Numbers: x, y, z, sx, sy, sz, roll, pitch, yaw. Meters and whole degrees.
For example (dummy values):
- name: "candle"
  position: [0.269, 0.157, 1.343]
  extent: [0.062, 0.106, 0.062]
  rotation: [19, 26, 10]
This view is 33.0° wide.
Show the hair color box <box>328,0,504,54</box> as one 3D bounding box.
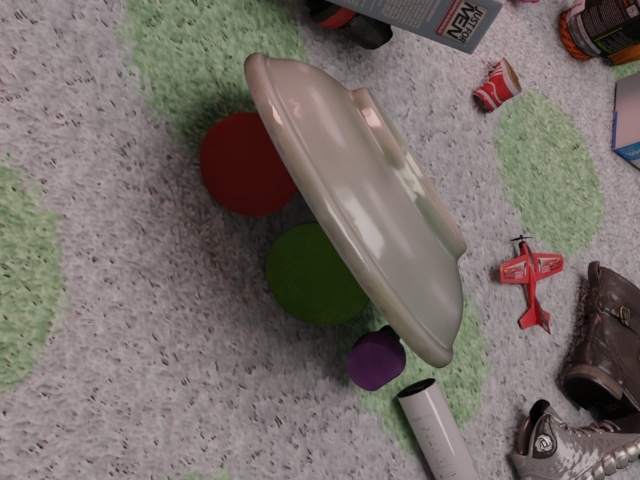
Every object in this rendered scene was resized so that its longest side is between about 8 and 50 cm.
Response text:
- name: "hair color box"
  position: [0.048, -0.388, 1.314]
  extent: [0.374, 0.113, 0.185]
  rotation: [19, 62, -7]

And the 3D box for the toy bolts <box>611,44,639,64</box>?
- name: "toy bolts"
  position: [0.596, -0.411, 1.841]
  extent: [0.218, 0.228, 0.158]
  rotation: [-15, 87, -35]

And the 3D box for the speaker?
- name: "speaker"
  position: [0.146, 0.242, 1.345]
  extent: [0.055, 0.055, 0.136]
  rotation: [-30, 97, -43]

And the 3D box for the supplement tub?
- name: "supplement tub"
  position: [0.487, -0.367, 1.743]
  extent: [0.117, 0.190, 0.117]
  rotation: [13, 68, -36]

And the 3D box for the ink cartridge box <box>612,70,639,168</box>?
- name: "ink cartridge box"
  position: [0.601, -0.183, 1.860]
  extent: [0.203, 0.086, 0.148]
  rotation: [30, 58, -33]

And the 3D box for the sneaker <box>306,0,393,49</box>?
- name: "sneaker"
  position: [0.081, -0.367, 1.450]
  extent: [0.135, 0.097, 0.276]
  rotation: [37, 57, -27]

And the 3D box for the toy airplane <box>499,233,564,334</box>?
- name: "toy airplane"
  position: [0.307, 0.065, 1.562]
  extent: [0.151, 0.028, 0.151]
  rotation: [13, 69, -37]

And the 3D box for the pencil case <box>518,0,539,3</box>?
- name: "pencil case"
  position: [0.366, -0.450, 1.738]
  extent: [0.209, 0.095, 0.098]
  rotation: [-39, 119, -39]

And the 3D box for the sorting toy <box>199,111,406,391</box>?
- name: "sorting toy"
  position: [0.000, 0.000, 1.278]
  extent: [0.365, 0.127, 0.126]
  rotation: [58, 24, -10]

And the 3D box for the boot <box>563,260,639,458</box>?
- name: "boot"
  position: [0.474, 0.182, 1.633]
  extent: [0.263, 0.091, 0.229]
  rotation: [45, 50, -23]

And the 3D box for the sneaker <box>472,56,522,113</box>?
- name: "sneaker"
  position: [0.261, -0.231, 1.613]
  extent: [0.042, 0.067, 0.118]
  rotation: [49, 20, -16]

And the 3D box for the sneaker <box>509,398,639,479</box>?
- name: "sneaker"
  position: [0.356, 0.261, 1.478]
  extent: [0.228, 0.086, 0.132]
  rotation: [-30, 88, -21]

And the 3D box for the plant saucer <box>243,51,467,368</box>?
- name: "plant saucer"
  position: [0.065, -0.055, 1.184]
  extent: [0.400, 0.100, 0.400]
  rotation: [56, 9, -13]
